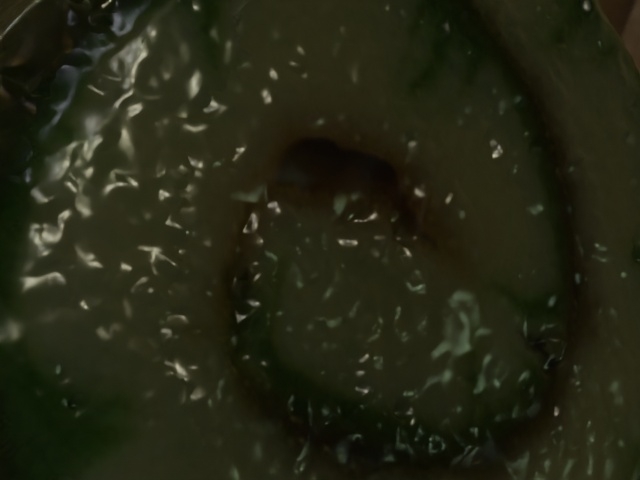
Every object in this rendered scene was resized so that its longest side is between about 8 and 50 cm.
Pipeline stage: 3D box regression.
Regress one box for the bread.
[{"bbox_3d":[0.000,0.000,0.579,0.129,0.366,0.382,-11,-108,47],"label":"bread"}]
